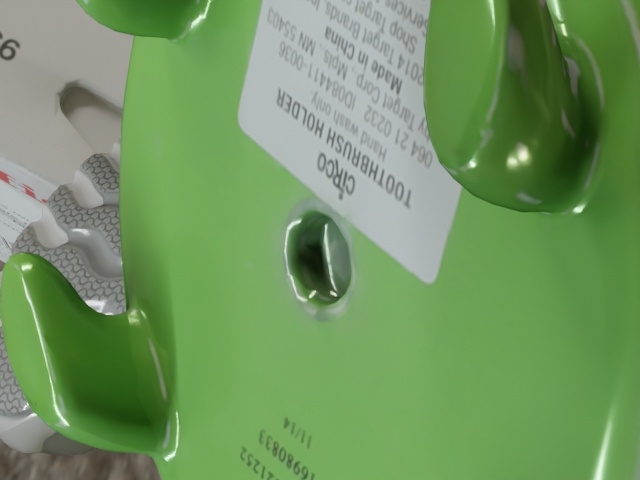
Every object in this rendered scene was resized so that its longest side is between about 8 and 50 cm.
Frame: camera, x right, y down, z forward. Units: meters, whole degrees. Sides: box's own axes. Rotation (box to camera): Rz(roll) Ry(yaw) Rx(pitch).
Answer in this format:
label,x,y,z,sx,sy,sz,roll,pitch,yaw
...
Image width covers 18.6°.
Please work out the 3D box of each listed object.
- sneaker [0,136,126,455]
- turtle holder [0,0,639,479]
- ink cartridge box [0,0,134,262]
label,x,y,z,sx,sy,sz,roll,pitch,yaw
sneaker,0.000,0.000,0.724,0.281,0.105,0.115,-36,130,-23
turtle holder,0.068,0.026,0.534,0.227,0.243,0.320,-9,95,-35
ink cartridge box,-0.072,-0.039,1.131,0.285,0.395,0.166,29,79,4
